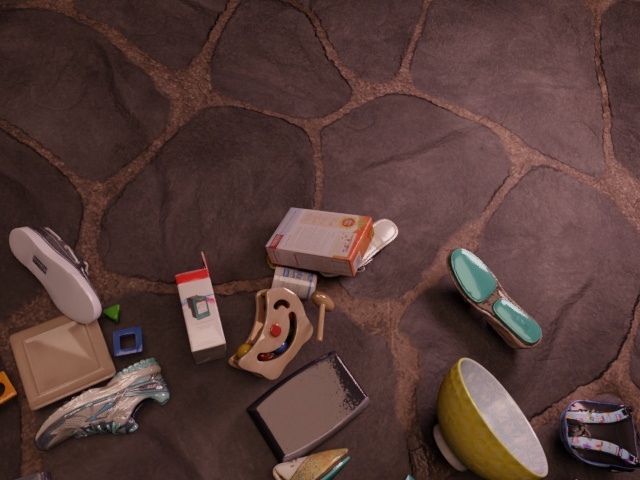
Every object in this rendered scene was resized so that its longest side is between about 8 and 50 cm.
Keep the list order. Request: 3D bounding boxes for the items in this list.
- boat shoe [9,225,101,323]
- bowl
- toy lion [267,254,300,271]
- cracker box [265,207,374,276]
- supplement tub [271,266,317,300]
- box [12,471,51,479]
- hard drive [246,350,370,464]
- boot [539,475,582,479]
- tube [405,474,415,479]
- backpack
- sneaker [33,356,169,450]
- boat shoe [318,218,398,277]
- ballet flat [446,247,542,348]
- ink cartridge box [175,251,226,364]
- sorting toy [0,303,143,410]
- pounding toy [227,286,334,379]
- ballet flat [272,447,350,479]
[{"bbox_3d":[-0.598,0.071,1.243,0.301,0.108,0.102,38,25,16],"label":"boat shoe"},{"bbox_3d":[0.350,0.427,1.190,0.156,0.289,0.289,-42,73,20],"label":"bowl"},{"bbox_3d":[-0.088,0.042,1.387,0.096,0.034,0.100,21,63,9],"label":"toy lion"},{"bbox_3d":[0.000,0.000,1.328,0.233,0.067,0.155,9,47,25],"label":"cracker box"},{"bbox_3d":[-0.067,0.109,1.334,0.107,0.071,0.070,12,63,-5],"label":"supplement tub"},{"bbox_3d":[-0.637,0.577,1.017,0.233,0.059,0.183,-13,67,-16],"label":"box"},{"bbox_3d":[-0.022,0.380,1.221,0.255,0.054,0.172,-29,73,-21],"label":"hard drive"},{"bbox_3d":[0.470,0.648,1.161,0.339,0.118,0.222,4,61,-20],"label":"boot"},{"bbox_3d":[0.262,0.617,1.166,0.207,0.052,0.080,33,57,13],"label":"tube"},{"bbox_3d":[0.649,0.464,1.263,0.174,0.117,0.158,9,64,-6],"label":"backpack"},{"bbox_3d":[-0.456,0.368,1.123,0.283,0.110,0.122,-31,77,-21],"label":"sneaker"},{"bbox_3d":[0.094,0.030,1.395,0.255,0.079,0.095,-36,73,-25],"label":"boat shoe"},{"bbox_3d":[0.432,0.160,1.377,0.108,0.106,0.316,-33,74,-15],"label":"ballet flat"},{"bbox_3d":[-0.283,0.158,1.237,0.078,0.134,0.230,-13,67,-15],"label":"ink cartridge box"},{"bbox_3d":[-0.577,0.262,1.186,0.348,0.047,0.195,-21,63,-21],"label":"sorting toy"},{"bbox_3d":[-0.091,0.194,1.220,0.154,0.155,0.269,47,64,-13],"label":"pounding toy"},{"bbox_3d":[-0.086,0.543,1.105,0.123,0.123,0.348,43,67,11],"label":"ballet flat"}]
